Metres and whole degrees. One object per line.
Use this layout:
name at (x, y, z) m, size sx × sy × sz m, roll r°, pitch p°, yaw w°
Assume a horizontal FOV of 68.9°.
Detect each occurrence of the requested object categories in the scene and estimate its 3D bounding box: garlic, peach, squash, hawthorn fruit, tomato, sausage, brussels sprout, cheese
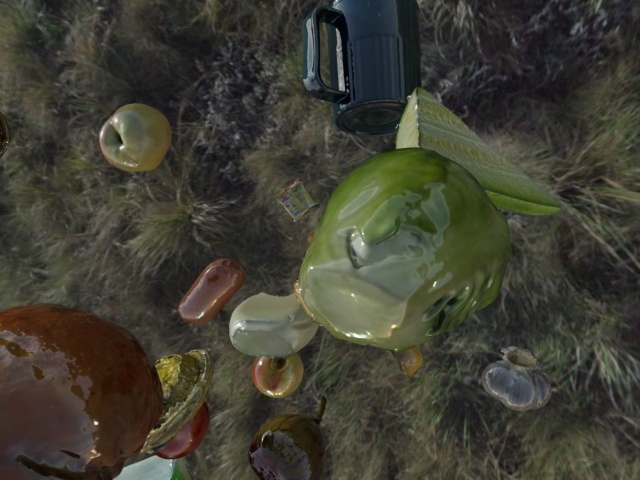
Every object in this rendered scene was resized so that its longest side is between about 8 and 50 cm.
garlic at (0.635, 0.447, 1.557) m, size 0.206 × 0.256 × 0.207 m, roll 0°, pitch 86°, yaw -7°
peach at (-0.151, 0.459, 1.627) m, size 0.184 × 0.184 × 0.184 m, roll 3°, pitch 98°, yaw 23°
squash at (0.287, -0.148, 0.886) m, size 0.288 × 0.111 × 0.203 m, roll 12°, pitch 60°, yaw -13°
hawthorn fruit at (-0.356, 0.195, 0.569) m, size 0.298 × 0.277 × 0.277 m, roll 39°, pitch 110°, yaw 11°
peach at (-0.554, -0.315, 1.447) m, size 0.232 × 0.232 × 0.233 m, roll 3°, pitch 98°, yaw 23°
tomato at (-0.406, 0.512, 1.322) m, size 0.195 × 0.195 × 0.136 m, roll 50°, pitch 135°, yaw 11°
sausage at (-0.211, 0.102, 0.892) m, size 0.077 × 0.077 × 0.194 m, roll 51°, pitch 128°, yaw 10°
brussels sprout at (0.089, 0.016, 0.515) m, size 0.210 × 0.271 × 0.219 m, roll 50°, pitch 125°, yaw 3°
cheese at (-0.137, 0.240, 1.388) m, size 0.265 × 0.233 × 0.127 m, roll -1°, pitch 113°, yaw 20°

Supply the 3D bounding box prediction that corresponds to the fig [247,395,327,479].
fig at (-0.054, 0.555, 1.338) m, size 0.216 × 0.321 × 0.217 m, roll 15°, pitch 123°, yaw 24°

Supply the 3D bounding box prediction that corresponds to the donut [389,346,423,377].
donut at (0.256, 0.338, 1.487) m, size 0.074 × 0.174 × 0.190 m, roll -37°, pitch 72°, yaw 7°

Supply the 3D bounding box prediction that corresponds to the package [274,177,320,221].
package at (-0.077, -0.131, 1.559) m, size 0.108 × 0.031 × 0.121 m, roll -34°, pitch 109°, yaw 13°

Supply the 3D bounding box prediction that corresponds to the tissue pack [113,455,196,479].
tissue pack at (-0.488, 0.862, 1.363) m, size 0.331 × 0.205 × 0.405 m, roll -21°, pitch 101°, yaw -2°

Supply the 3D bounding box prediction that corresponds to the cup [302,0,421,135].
cup at (0.124, -0.443, 1.165) m, size 0.242 × 0.308 × 0.292 m, roll -6°, pitch 81°, yaw 27°

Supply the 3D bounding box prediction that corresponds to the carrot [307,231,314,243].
carrot at (0.000, 0.000, 1.815) m, size 0.061 × 0.209 × 0.061 m, roll -1°, pitch 93°, yaw -14°

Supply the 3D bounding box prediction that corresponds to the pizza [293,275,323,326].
pizza at (0.024, 0.092, 1.066) m, size 0.188 × 0.062 × 0.199 m, roll 42°, pitch 115°, yaw 43°

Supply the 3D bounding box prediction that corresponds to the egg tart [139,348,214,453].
egg tart at (-0.388, 0.373, 1.133) m, size 0.290 × 0.291 × 0.107 m, roll -31°, pitch 117°, yaw 24°

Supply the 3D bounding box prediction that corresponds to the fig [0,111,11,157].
fig at (-0.823, -0.244, 1.065) m, size 0.205 × 0.205 × 0.205 m, roll 3°, pitch 98°, yaw 23°
